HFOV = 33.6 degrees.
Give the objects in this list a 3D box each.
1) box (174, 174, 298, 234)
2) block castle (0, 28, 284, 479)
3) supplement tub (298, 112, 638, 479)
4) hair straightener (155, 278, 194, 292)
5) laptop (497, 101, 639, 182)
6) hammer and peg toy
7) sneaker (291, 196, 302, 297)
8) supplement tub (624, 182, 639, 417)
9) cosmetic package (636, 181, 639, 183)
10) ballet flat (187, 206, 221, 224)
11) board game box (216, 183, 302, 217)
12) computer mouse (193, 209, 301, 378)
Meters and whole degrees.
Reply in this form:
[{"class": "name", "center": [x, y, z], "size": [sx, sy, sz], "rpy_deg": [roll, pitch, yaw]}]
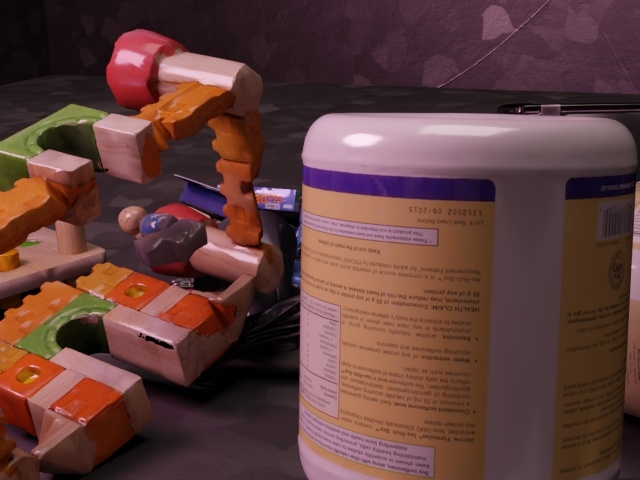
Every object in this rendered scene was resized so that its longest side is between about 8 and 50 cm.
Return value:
[{"class": "box", "center": [-0.106, -0.032, 1.524], "size": [0.136, 0.037, 0.225], "rpy_deg": [20, -5, 35]}, {"class": "block castle", "center": [-0.248, 0.011, 1.027], "size": [0.212, 0.303, 0.453], "rpy_deg": [15, 38, 31]}, {"class": "supplement tub", "center": [0.103, 0.074, 0.783], "size": [0.240, 0.332, 0.241], "rpy_deg": [1, 8, 0]}, {"class": "hair straightener", "center": [-0.199, 0.060, 1.409], "size": [0.230, 0.047, 0.089], "rpy_deg": [-8, 18, -19]}, {"class": "laptop", "center": [0.492, -0.097, 1.641], "size": [0.381, 0.237, 0.408], "rpy_deg": [0, 7, 1]}, {"class": "hammer and peg toy", "center": [-0.493, 0.024, 1.431], "size": [0.265, 0.128, 0.361], "rpy_deg": [-19, 24, -40]}, {"class": "sneaker", "center": [0.000, 0.000, 1.414], "size": [0.129, 0.147, 0.330], "rpy_deg": [2, 20, 15]}, {"class": "supplement tub", "center": [0.283, 0.050, 1.072], "size": [0.316, 0.229, 0.228], "rpy_deg": [14, 23, 42]}, {"class": "cosmetic package", "center": [0.523, 0.048, 1.175], "size": [0.230, 0.162, 0.453], "rpy_deg": [-14, 20, -35]}, {"class": "ballet flat", "center": [-0.169, -0.002, 1.574], "size": [0.086, 0.086, 0.248], "rpy_deg": [-6, 17, -13]}, {"class": "board game box", "center": [-0.062, -0.058, 1.698], "size": [0.136, 0.035, 0.201], "rpy_deg": [5, -3, 23]}, {"class": "computer mouse", "center": [-0.085, 0.035, 1.247], "size": [0.188, 0.072, 0.272], "rpy_deg": [-22, 31, 8]}]
